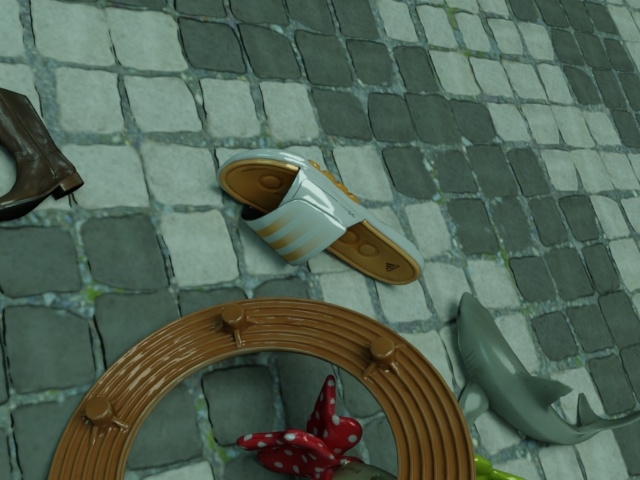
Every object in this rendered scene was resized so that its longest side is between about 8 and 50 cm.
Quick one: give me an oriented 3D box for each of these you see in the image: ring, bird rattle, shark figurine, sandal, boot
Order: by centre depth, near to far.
[{"bbox_3d":[-0.049,0.170,0.597,0.337,0.032,0.336,-3,47,3],"label":"ring"},{"bbox_3d":[0.045,0.251,0.661,0.143,0.254,0.206,-38,130,-48],"label":"bird rattle"},{"bbox_3d":[-0.283,-0.081,0.689,0.114,0.037,0.106,57,35,-2],"label":"boot"},{"bbox_3d":[0.007,-0.004,0.818,0.265,0.102,0.076,31,50,-22],"label":"sandal"},{"bbox_3d":[0.273,0.189,0.908,0.278,0.116,0.166,35,53,-14],"label":"shark figurine"}]
